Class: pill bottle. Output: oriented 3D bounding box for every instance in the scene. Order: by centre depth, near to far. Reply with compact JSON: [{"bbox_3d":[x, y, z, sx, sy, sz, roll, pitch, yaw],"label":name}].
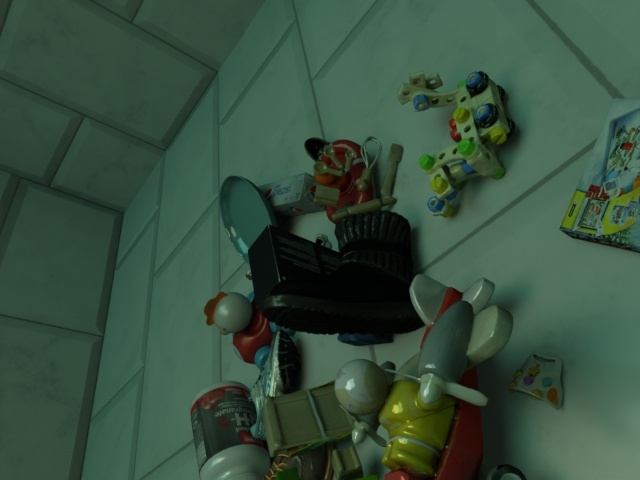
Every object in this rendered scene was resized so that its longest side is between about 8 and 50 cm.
[{"bbox_3d":[-0.228,0.535,1.272,0.176,0.176,0.318,-55,35,18],"label":"pill bottle"}]

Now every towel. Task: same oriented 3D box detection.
[{"bbox_3d":[0.097,0.212,1.098,0.119,0.067,0.029,-20,57,49],"label":"towel"}]

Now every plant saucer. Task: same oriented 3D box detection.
[{"bbox_3d":[-0.229,-0.062,1.615,0.317,0.044,0.317,29,130,42],"label":"plant saucer"}]

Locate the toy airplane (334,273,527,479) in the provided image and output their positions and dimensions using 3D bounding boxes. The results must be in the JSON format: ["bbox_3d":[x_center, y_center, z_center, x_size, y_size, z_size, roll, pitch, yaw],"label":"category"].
[{"bbox_3d":[0.159,0.224,0.807,0.384,0.272,0.386,-106,27,-73],"label":"toy airplane"}]

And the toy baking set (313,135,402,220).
[{"bbox_3d":[0.099,-0.156,1.218,0.030,0.256,0.196,113,143,-76],"label":"toy baking set"}]

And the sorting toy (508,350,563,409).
[{"bbox_3d":[0.342,0.212,0.782,0.083,0.045,0.075,6,57,56],"label":"sorting toy"}]

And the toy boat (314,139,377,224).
[{"bbox_3d":[0.046,-0.161,1.291,0.151,0.151,0.231,-28,56,37],"label":"toy boat"}]

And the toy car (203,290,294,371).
[{"bbox_3d":[-0.232,0.231,1.399,0.219,0.238,0.210,25,93,57],"label":"toy car"}]

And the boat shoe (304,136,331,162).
[{"bbox_3d":[0.018,-0.252,1.481,0.081,0.069,0.228,-61,33,9],"label":"boat shoe"}]

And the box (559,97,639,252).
[{"bbox_3d":[0.485,-0.100,0.747,0.159,0.044,0.233,24,91,57],"label":"box"}]

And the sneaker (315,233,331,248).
[{"bbox_3d":[0.000,0.000,1.389,0.032,0.037,0.083,-62,32,12],"label":"sneaker"}]

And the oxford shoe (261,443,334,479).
[{"bbox_3d":[-0.059,0.511,1.083,0.130,0.133,0.363,-29,49,44],"label":"oxford shoe"}]

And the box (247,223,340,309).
[{"bbox_3d":[-0.028,0.095,1.167,0.103,0.261,0.184,-50,36,26],"label":"box"}]

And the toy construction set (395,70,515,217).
[{"bbox_3d":[0.280,-0.231,1.040,0.215,0.151,0.327,-35,56,40],"label":"toy construction set"}]

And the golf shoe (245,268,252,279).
[{"bbox_3d":[-0.160,0.096,1.539,0.186,0.067,0.086,-2,66,45],"label":"golf shoe"}]

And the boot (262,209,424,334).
[{"bbox_3d":[0.045,0.057,1.034,0.131,0.348,0.260,128,143,-53],"label":"boot"}]

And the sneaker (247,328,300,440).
[{"bbox_3d":[-0.129,0.363,1.259,0.122,0.110,0.283,-14,56,23],"label":"sneaker"}]

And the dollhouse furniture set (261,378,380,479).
[{"bbox_3d":[-0.004,0.459,1.029,0.301,0.198,0.151,-120,24,-61],"label":"dollhouse furniture set"}]

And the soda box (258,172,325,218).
[{"bbox_3d":[-0.096,-0.134,1.548,0.286,0.098,0.091,-6,69,55],"label":"soda box"}]
